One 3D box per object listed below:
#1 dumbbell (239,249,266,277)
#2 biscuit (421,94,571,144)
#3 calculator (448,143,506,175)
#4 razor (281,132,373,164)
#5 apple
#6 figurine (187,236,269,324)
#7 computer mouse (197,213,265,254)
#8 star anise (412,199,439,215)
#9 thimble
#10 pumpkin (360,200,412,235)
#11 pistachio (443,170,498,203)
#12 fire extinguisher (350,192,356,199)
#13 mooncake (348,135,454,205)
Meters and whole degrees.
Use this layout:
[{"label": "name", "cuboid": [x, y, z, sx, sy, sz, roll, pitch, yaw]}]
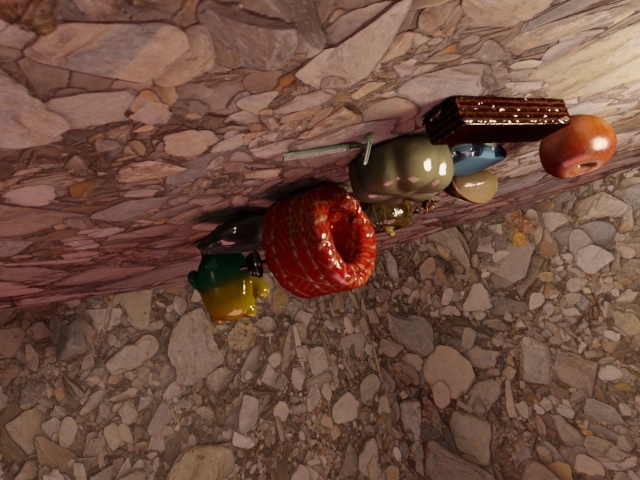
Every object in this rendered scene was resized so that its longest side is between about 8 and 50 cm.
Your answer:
[{"label": "dumbbell", "cuboid": [-0.182, 0.073, 1.538, 0.209, 0.099, 0.099, -13, 172, 5]}, {"label": "biscuit", "cuboid": [0.415, -0.276, 1.024, 0.389, 0.073, 0.107, -8, 169, -29]}, {"label": "calculator", "cuboid": [0.445, -0.246, 1.342, 0.293, 0.051, 0.173, -6, 168, -43]}, {"label": "razor", "cuboid": [0.015, -0.207, 1.022, 0.212, 0.035, 0.084, -6, 147, -9]}, {"label": "apple", "cuboid": [0.727, -0.273, 1.265, 0.201, 0.162, 0.201, -8, 161, -3]}, {"label": "figurine", "cuboid": [-0.369, 0.152, 1.731, 0.324, 0.339, 0.231, -16, 171, 11]}, {"label": "computer mouse", "cuboid": [-0.257, -0.026, 1.486, 0.203, 0.114, 0.374, -15, 174, 27]}, {"label": "star anise", "cuboid": [0.462, -0.146, 1.992, 0.129, 0.056, 0.124, -38, 156, 34]}, {"label": "thimble", "cuboid": [0.000, 0.000, 1.355, 0.231, 0.349, 0.350, -21, 169, 31]}, {"label": "pumpkin", "cuboid": [0.257, -0.090, 1.720, 0.219, 0.162, 0.219, -12, 167, -3]}, {"label": "pistachio", "cuboid": [0.537, -0.192, 1.582, 0.206, 0.131, 0.129, -5, 161, -22]}, {"label": "fire extinguisher", "cuboid": [0.130, -0.151, 1.545, 0.046, 0.032, 0.100, -26, 163, 10]}, {"label": "mooncake", "cuboid": [0.215, -0.177, 1.177, 0.275, 0.135, 0.275, -9, 170, -2]}]
